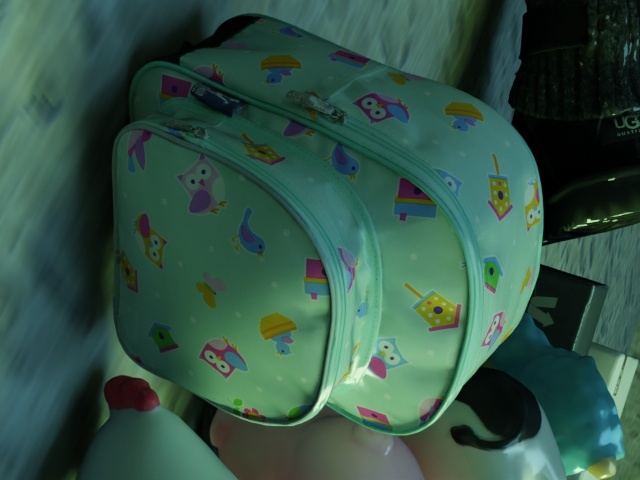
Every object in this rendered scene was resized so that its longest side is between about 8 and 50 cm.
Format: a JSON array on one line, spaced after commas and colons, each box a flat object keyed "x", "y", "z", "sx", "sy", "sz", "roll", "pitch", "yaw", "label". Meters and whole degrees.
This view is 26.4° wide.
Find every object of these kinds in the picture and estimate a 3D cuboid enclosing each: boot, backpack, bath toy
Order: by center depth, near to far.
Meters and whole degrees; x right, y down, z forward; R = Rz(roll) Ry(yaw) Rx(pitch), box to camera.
[{"x": 0.000, "y": 0.000, "z": 0.624, "sx": 0.144, "sy": 0.188, "sz": 0.166, "roll": -47, "pitch": 149, "yaw": -52, "label": "backpack"}, {"x": 0.008, "y": 0.115, "z": 0.745, "sx": 0.348, "sy": 0.151, "sz": 0.129, "roll": -9, "pitch": 73, "yaw": -42, "label": "bath toy"}, {"x": 0.201, "y": -0.131, "z": 1.169, "sx": 0.348, "sy": 0.131, "sz": 0.260, "roll": 150, "pitch": -72, "yaw": -74, "label": "boot"}]

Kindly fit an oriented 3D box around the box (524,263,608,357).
[{"x": 0.137, "y": 0.087, "z": 1.130, "sx": 0.093, "sy": 0.158, "sz": 0.156, "roll": 6, "pitch": 101, "yaw": -71, "label": "box"}]

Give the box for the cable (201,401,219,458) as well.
[{"x": -0.013, "y": 0.061, "z": 0.861, "sx": 0.184, "sy": 0.047, "sz": 0.151, "roll": -51, "pitch": 152, "yaw": -48, "label": "cable"}]

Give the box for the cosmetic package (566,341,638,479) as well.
[{"x": 0.178, "y": 0.149, "z": 1.261, "sx": 0.151, "sy": 0.183, "sz": 0.151, "roll": -72, "pitch": 161, "yaw": 0, "label": "cosmetic package"}]
